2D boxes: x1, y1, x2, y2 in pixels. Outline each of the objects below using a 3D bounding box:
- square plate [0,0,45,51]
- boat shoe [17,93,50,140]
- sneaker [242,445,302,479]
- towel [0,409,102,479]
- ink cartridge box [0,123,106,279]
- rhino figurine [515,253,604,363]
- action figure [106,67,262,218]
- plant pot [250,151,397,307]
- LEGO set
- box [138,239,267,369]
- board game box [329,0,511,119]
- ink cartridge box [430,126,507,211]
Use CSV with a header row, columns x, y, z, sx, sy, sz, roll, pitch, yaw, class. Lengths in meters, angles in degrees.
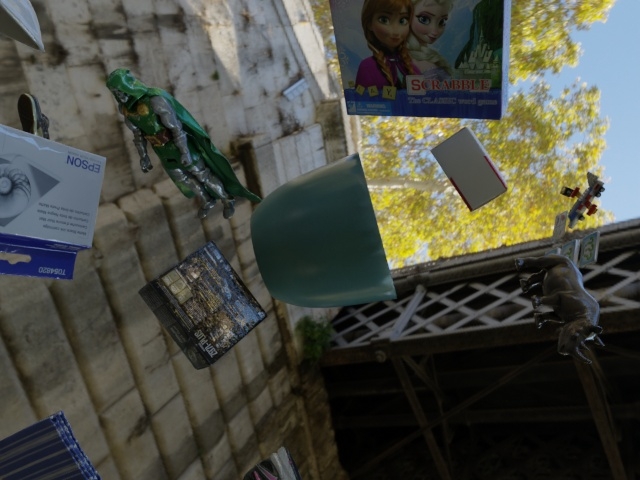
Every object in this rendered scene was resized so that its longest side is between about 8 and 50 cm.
x,y,z,sx,sy,sz,roll,pitch,yaw,class
-0.417,-0.336,0.404,0.343,0.049,0.347,28,-17,23,square plate
-0.632,-0.264,1.148,0.056,0.049,0.152,38,-44,12,boat shoe
-0.043,0.357,0.640,0.072,0.077,0.178,76,-11,-52,sneaker
-0.511,0.519,1.037,0.243,0.040,0.336,-29,-87,23,towel
-0.460,-0.053,0.815,0.045,0.223,0.224,5,-95,31,ink cartridge box
0.438,0.116,0.930,0.106,0.243,0.073,-14,-50,12,rhino figurine
-0.185,-0.116,0.648,0.137,0.064,0.232,0,-37,29,action figure
0.000,0.000,1.014,0.235,0.293,0.293,-15,-74,6,plant pot
0.576,-0.041,1.202,0.060,0.245,0.182,22,-21,-5,LEGO set
-0.211,0.117,0.942,0.180,0.147,0.077,54,-38,-5,box
0.177,-0.382,0.939,0.318,0.066,0.318,8,-49,28,board game box
0.363,-0.178,1.250,0.100,0.237,0.172,-34,-91,21,ink cartridge box
